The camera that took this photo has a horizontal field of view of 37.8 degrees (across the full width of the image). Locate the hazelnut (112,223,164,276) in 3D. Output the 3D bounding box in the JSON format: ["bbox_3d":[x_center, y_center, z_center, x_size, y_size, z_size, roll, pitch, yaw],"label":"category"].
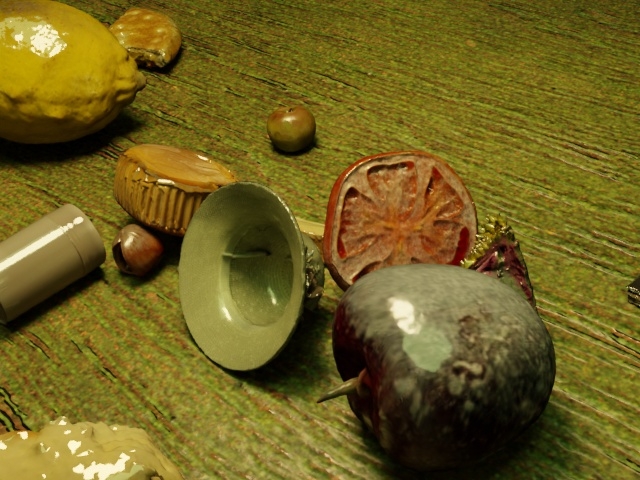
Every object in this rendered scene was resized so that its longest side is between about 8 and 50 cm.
[{"bbox_3d":[-0.282,0.014,1.434,0.086,0.086,0.086,-3,39,3],"label":"hazelnut"}]

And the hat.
[{"bbox_3d":[-0.070,0.047,1.301,0.130,0.257,0.257,1,25,-47],"label":"hat"}]

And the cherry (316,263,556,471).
[{"bbox_3d":[0.136,0.145,1.114,0.296,0.218,0.255,-10,38,-23],"label":"cherry"}]

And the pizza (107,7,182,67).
[{"bbox_3d":[-0.396,-0.428,2.013,0.197,0.058,0.292,-20,39,-16],"label":"pizza"}]

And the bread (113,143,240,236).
[{"bbox_3d":[-0.232,-0.076,1.487,0.199,0.104,0.199,13,19,-5],"label":"bread"}]

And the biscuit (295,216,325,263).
[{"bbox_3d":[0.000,0.000,1.438,0.187,0.052,0.056,14,30,20],"label":"biscuit"}]

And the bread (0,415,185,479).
[{"bbox_3d":[-0.209,0.384,0.736,0.371,0.390,0.279,-30,36,-25],"label":"bread"}]

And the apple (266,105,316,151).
[{"bbox_3d":[-0.053,-0.203,1.678,0.089,0.075,0.090,-4,36,3],"label":"apple"}]

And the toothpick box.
[{"bbox_3d":[-0.423,0.033,1.401,0.111,0.111,0.180,29,51,35],"label":"toothpick box"}]

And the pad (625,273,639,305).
[{"bbox_3d":[0.566,0.059,1.320,0.233,0.022,0.174,-29,44,-28],"label":"pad"}]

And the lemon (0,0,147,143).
[{"bbox_3d":[-0.506,-0.304,1.710,0.316,0.285,0.285,31,31,-25],"label":"lemon"}]

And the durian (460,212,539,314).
[{"bbox_3d":[0.222,0.063,1.271,0.108,0.187,0.119,-21,12,-2],"label":"durian"}]

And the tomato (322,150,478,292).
[{"bbox_3d":[0.104,-0.013,1.341,0.236,0.237,0.095,-19,3,-16],"label":"tomato"}]
